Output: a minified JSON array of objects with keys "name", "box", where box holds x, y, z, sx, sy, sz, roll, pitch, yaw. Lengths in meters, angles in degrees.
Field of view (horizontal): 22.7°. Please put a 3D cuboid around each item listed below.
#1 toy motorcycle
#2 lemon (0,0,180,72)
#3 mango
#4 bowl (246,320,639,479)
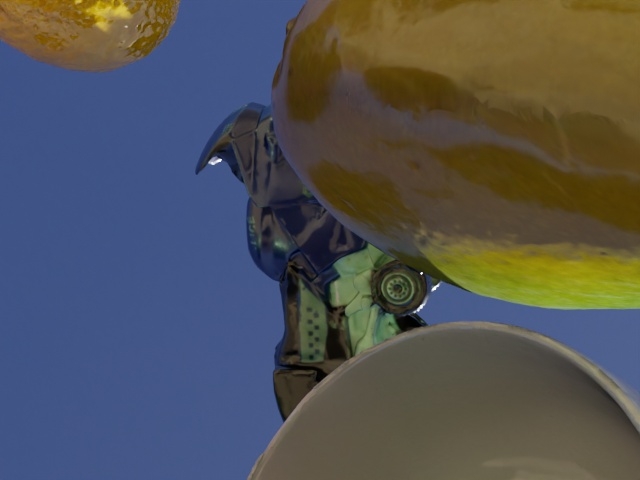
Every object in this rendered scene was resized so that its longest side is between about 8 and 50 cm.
[{"name":"toy motorcycle","box":[0.000,0.000,1.346,0.196,0.125,0.331,-3,-79,13]},{"name":"lemon","box":[-0.183,-0.195,1.163,0.187,0.142,0.142,7,-128,-45]},{"name":"mango","box":[0.083,-0.035,0.561,0.114,0.156,0.251,-47,-146,-17]},{"name":"bowl","box":[0.094,0.195,0.832,0.287,0.144,0.287,-16,-117,35]}]
